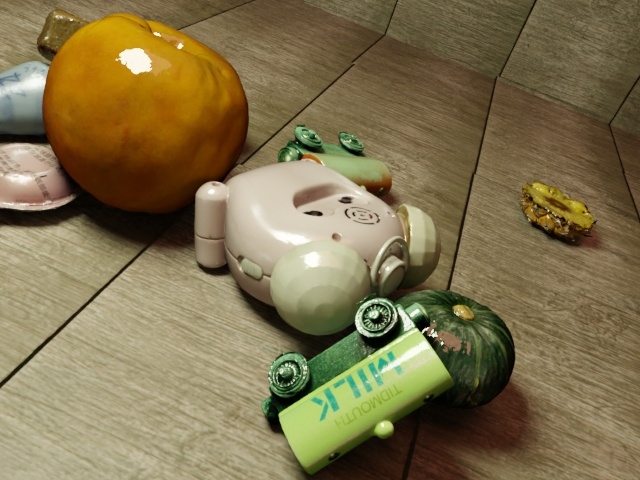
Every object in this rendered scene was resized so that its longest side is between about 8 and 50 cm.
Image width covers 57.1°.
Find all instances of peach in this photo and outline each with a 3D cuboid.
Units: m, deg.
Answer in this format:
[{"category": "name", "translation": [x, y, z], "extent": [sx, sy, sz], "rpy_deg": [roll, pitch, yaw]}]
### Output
[{"category": "peach", "translation": [-0.296, -0.202, 1.006], "extent": [0.343, 0.302, 0.343], "rpy_deg": [25, 22, -11]}]

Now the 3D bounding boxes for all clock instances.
[{"category": "clock", "translation": [0.000, 0.000, 0.970], "extent": [0.326, 0.184, 0.342], "rpy_deg": [31, 40, 32]}]

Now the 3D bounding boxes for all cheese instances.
[{"category": "cheese", "translation": [-0.512, -0.091, 0.954], "extent": [0.189, 0.074, 0.286], "rpy_deg": [30, 35, 15]}]

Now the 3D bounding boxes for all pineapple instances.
[{"category": "pineapple", "translation": [0.586, -0.069, 1.479], "extent": [0.225, 0.076, 0.225], "rpy_deg": [16, 33, -11]}]

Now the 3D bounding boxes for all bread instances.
[{"category": "bread", "translation": [-0.364, -0.334, 1.218], "extent": [0.416, 0.113, 0.165], "rpy_deg": [23, 6, -29]}]

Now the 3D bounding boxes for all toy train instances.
[{"category": "toy train", "translation": [0.037, -0.152, 1.258], "extent": [0.177, 0.116, 0.285], "rpy_deg": [46, 29, 26]}, {"category": "toy train", "translation": [0.049, 0.185, 0.752], "extent": [0.253, 0.105, 0.157], "rpy_deg": [-32, 48, -2]}]

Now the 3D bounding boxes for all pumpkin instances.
[{"category": "pumpkin", "translation": [0.189, 0.163, 0.887], "extent": [0.211, 0.152, 0.211], "rpy_deg": [11, 33, -7]}]

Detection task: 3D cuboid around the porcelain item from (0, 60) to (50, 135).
[{"category": "porcelain item", "translation": [-0.577, -0.257, 1.104], "extent": [0.259, 0.141, 0.141], "rpy_deg": [-22, 52, -35]}]
